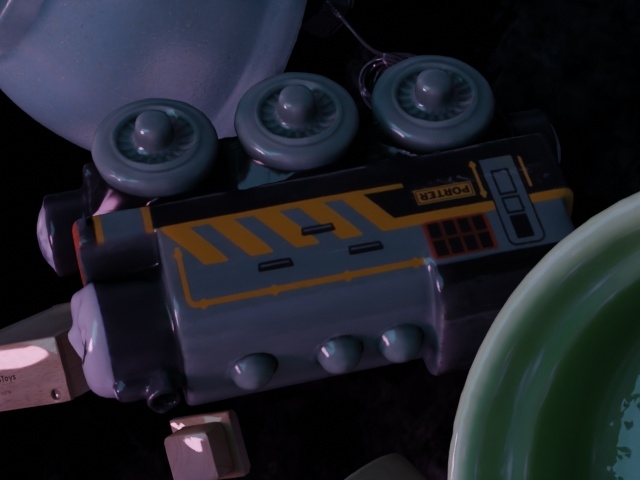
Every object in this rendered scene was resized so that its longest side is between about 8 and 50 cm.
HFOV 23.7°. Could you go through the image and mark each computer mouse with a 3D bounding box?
[{"bbox_3d":[0.027,-0.162,1.121,0.071,0.041,0.242,-53,55,25],"label":"computer mouse"}]

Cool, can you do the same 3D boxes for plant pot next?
[{"bbox_3d":[-0.170,-0.208,1.156,0.293,0.196,0.293,-17,68,48],"label":"plant pot"}]

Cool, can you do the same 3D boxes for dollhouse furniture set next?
[{"bbox_3d":[-0.132,0.223,1.124,0.303,0.174,0.355,-12,97,25],"label":"dollhouse furniture set"}]

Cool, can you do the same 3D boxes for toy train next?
[{"bbox_3d":[0.000,0.000,0.927,0.334,0.142,0.190,-10,51,-10],"label":"toy train"}]

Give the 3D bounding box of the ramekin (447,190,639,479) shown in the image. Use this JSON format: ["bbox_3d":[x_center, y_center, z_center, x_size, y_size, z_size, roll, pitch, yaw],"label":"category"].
[{"bbox_3d":[0.226,0.119,0.720,0.303,0.148,0.303,-2,86,24],"label":"ramekin"}]

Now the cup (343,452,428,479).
[{"bbox_3d":[0.028,0.314,0.800,0.237,0.331,0.331,38,103,15],"label":"cup"}]
